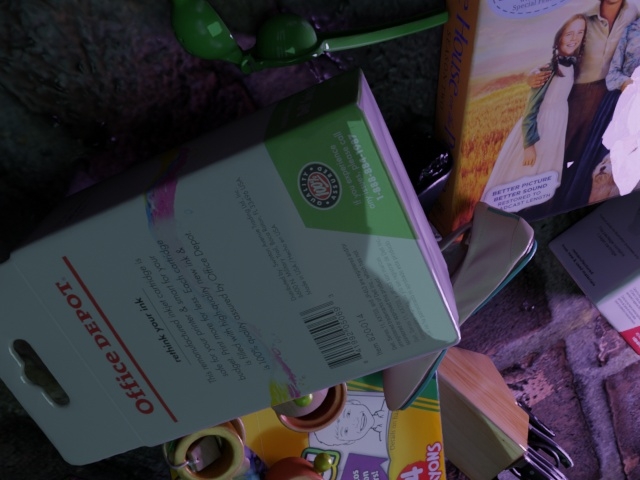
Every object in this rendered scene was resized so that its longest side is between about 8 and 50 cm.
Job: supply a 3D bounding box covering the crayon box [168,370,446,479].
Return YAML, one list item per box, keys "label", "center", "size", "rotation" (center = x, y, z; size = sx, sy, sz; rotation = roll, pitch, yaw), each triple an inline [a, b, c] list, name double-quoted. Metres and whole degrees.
- label: "crayon box"
  center: [-0.012, 0.288, 0.849]
  size: [0.312, 0.106, 0.363]
  rotation: [-12, 107, -16]

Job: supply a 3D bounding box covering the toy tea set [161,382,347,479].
- label: "toy tea set"
  center: [-0.065, 0.270, 0.705]
  size: [0.199, 0.124, 0.336]
  rotation: [3, 103, -16]

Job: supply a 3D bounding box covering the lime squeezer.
- label: "lime squeezer"
  center: [-0.042, -0.177, 0.532]
  size: [0.310, 0.058, 0.110]
  rotation: [14, 95, -34]

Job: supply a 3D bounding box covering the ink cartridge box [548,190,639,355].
- label: "ink cartridge box"
  center: [0.457, -0.002, 0.893]
  size: [0.272, 0.114, 0.197]
  rotation: [-39, 136, 16]

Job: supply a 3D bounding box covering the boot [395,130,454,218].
- label: "boot"
  center: [0.000, 0.000, 0.685]
  size: [0.246, 0.094, 0.207]
  rotation: [-16, 141, -20]

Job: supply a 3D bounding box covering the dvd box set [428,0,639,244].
- label: "dvd box set"
  center: [0.257, -0.195, 0.639]
  size: [0.307, 0.062, 0.421]
  rotation: [-15, 138, -12]

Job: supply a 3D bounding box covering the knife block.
- label: "knife block"
  center: [0.212, 0.259, 0.943]
  size: [0.275, 0.242, 0.088]
  rotation: [21, 120, -39]

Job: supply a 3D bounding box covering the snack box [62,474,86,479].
- label: "snack box"
  center: [-0.280, 0.371, 0.923]
  size: [0.037, 0.100, 0.141]
  rotation: [-35, 137, 10]

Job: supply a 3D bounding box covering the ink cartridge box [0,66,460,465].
- label: "ink cartridge box"
  center: [-0.090, 0.031, 0.579]
  size: [0.353, 0.119, 0.207]
  rotation: [-21, 113, 13]

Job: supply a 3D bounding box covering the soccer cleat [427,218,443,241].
- label: "soccer cleat"
  center: [0.138, -0.011, 0.787]
  size: [0.083, 0.036, 0.029]
  rotation: [-21, 138, -5]

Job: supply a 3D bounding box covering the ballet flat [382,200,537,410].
- label: "ballet flat"
  center: [0.115, 0.065, 0.727]
  size: [0.086, 0.086, 0.248]
  rotation: [18, 115, -38]
